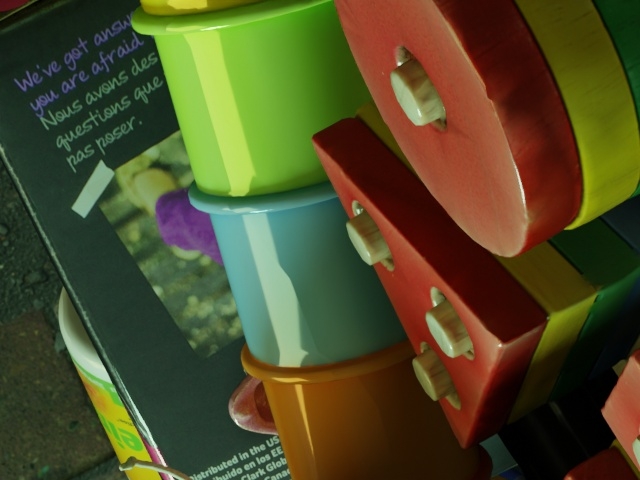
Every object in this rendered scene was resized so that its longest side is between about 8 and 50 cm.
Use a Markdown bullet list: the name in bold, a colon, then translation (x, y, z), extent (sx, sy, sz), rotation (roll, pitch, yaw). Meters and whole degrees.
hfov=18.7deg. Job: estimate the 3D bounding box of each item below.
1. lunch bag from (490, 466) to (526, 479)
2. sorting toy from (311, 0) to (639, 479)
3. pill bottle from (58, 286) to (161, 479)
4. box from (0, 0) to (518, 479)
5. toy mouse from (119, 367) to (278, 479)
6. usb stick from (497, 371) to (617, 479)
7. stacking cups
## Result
- **lunch bag**: translation (0.117, 0.245, 0.854), extent (0.224, 0.108, 0.279), rotation (45, 160, 56)
- **sorting toy**: translation (0.085, 0.018, 0.493), extent (0.255, 0.089, 0.257), rotation (58, 169, 18)
- **pill bottle**: translation (-0.085, 0.108, 1.350), extent (0.136, 0.136, 0.246), rotation (52, 166, 39)
- **box**: translation (-0.043, -0.013, 0.816), extent (0.270, 0.143, 0.165), rotation (67, 174, -24)
- **toy mouse**: translation (-0.011, 0.086, 0.744), extent (0.031, 0.143, 0.161), rotation (-152, 66, -68)
- **usb stick**: translation (0.122, 0.119, 0.696), extent (0.278, 0.045, 0.077), rotation (58, 175, 17)
- **stacking cups**: translation (0.000, 0.000, 0.677), extent (0.096, 0.096, 0.316), rotation (-144, 37, -65)
